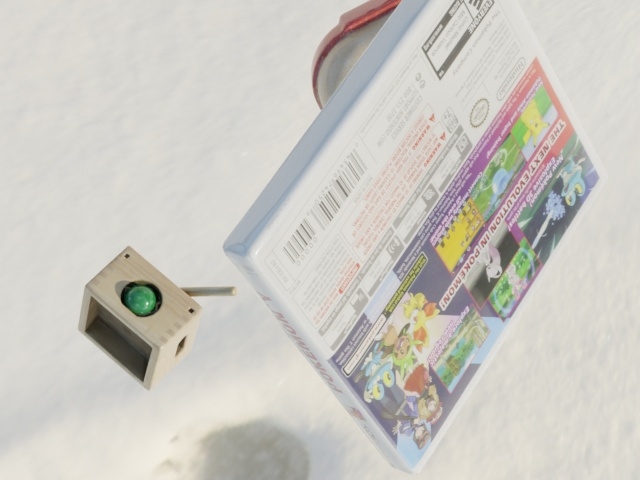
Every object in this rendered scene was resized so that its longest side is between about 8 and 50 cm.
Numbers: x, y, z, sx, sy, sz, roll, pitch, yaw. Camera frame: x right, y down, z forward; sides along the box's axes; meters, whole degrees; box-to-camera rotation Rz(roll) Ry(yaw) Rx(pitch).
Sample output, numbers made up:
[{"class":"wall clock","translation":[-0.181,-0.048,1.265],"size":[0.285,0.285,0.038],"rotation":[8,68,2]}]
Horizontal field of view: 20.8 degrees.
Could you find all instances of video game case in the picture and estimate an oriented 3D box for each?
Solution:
[{"class":"video game case","translation":[0.055,-0.016,0.846],"size":[0.023,0.183,0.201],"rotation":[15,61,42]}]

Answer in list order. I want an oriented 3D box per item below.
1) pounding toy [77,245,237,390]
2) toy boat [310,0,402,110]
[{"class":"pounding toy","translation":[-0.178,0.076,1.894],"size":[0.130,0.141,0.100],"rotation":[39,60,11]},{"class":"toy boat","translation":[0.079,-0.124,1.452],"size":[0.151,0.151,0.231],"rotation":[-27,129,4]}]
